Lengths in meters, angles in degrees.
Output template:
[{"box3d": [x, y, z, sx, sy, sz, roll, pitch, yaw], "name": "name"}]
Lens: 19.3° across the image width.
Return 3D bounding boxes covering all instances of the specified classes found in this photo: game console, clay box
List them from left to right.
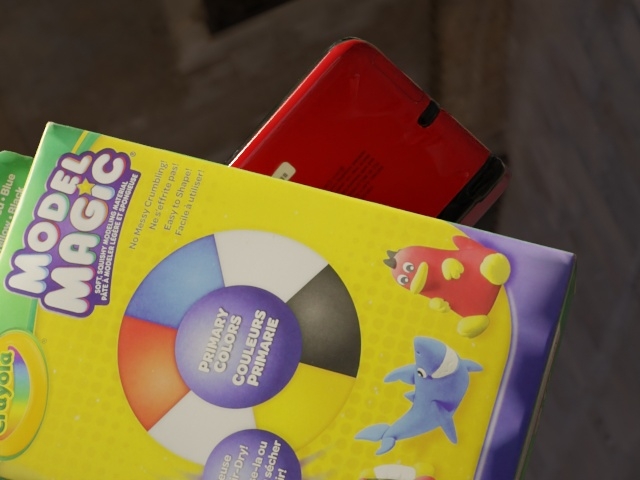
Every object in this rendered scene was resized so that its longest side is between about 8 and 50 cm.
[{"box3d": [-0.035, 0.042, 0.645, 0.053, 0.222, 0.127, 71, -146, -71], "name": "clay box"}, {"box3d": [0.000, 0.000, 0.749, 0.124, 0.144, 0.085, 40, -175, -21], "name": "game console"}]
